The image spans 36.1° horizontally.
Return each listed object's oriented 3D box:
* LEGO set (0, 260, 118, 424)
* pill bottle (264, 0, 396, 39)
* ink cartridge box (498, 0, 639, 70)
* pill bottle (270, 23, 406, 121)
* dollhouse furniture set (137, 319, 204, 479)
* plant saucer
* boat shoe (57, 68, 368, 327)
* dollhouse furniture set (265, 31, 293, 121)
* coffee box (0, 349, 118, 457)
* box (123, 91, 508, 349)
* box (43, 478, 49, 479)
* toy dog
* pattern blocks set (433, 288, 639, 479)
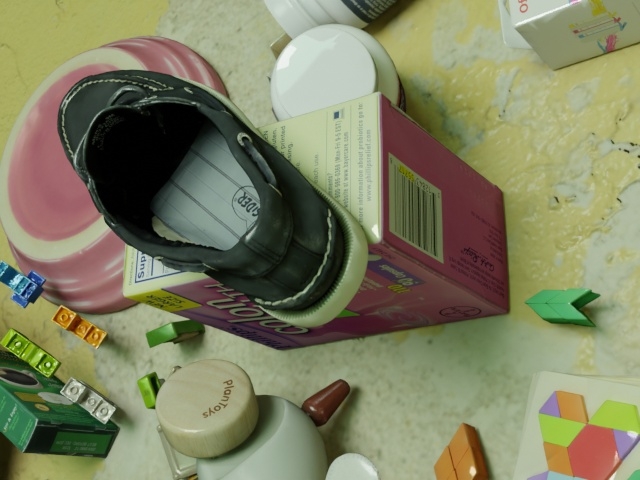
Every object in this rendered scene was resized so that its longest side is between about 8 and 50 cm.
[{"bbox_3d":[-0.285,0.098,1.038,0.227,0.093,0.087,33,80,8],"label":"LEGO set"},{"bbox_3d":[0.035,-0.270,0.957,0.180,0.108,0.108,-38,56,19],"label":"pill bottle"},{"bbox_3d":[0.220,-0.214,0.816,0.143,0.090,0.092,-15,65,32],"label":"ink cartridge box"},{"bbox_3d":[0.016,-0.126,0.849,0.108,0.193,0.108,0,91,8],"label":"pill bottle"},{"bbox_3d":[-0.126,0.156,0.970,0.076,0.058,0.152,-24,80,18],"label":"dollhouse furniture set"},{"bbox_3d":[-0.251,-0.086,1.107,0.332,0.084,0.332,-13,66,32],"label":"plant saucer"},{"bbox_3d":[-0.115,-0.055,0.706,0.340,0.113,0.127,42,99,38],"label":"boat shoe"},{"bbox_3d":[-0.053,-0.165,0.996,0.091,0.081,0.114,-36,56,19],"label":"dollhouse furniture set"},{"bbox_3d":[-0.311,0.168,1.040,0.184,0.113,0.040,27,93,37],"label":"coffee box"},{"bbox_3d":[0.000,0.000,0.814,0.243,0.213,0.117,-12,67,31],"label":"box"},{"bbox_3d":[-0.261,0.390,0.848,0.242,0.076,0.307,-35,75,42],"label":"box"},{"bbox_3d":[0.007,0.218,0.771,0.161,0.220,0.334,-29,61,-14],"label":"toy dog"},{"bbox_3d":[0.186,0.180,0.689,0.285,0.026,0.325,-18,57,46],"label":"pattern blocks set"}]
